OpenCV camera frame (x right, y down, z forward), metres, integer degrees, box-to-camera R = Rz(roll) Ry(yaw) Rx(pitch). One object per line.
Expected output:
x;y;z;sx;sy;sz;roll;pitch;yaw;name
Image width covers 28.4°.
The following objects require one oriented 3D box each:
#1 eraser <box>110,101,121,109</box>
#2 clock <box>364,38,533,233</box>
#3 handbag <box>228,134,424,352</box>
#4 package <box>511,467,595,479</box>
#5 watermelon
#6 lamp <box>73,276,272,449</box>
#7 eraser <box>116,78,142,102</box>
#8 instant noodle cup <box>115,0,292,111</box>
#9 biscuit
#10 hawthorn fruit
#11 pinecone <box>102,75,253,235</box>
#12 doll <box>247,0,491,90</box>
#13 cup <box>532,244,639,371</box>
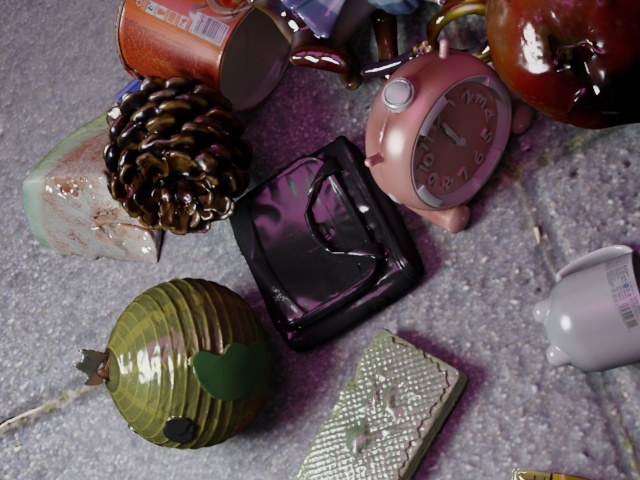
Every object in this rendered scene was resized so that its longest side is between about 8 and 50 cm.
-0.354;-0.193;2.142;0.083;0.019;0.038;-47;56;35;eraser
0.150;-0.157;1.737;0.142;0.241;0.227;32;90;37;clock
0.000;0.000;1.858;0.244;0.088;0.275;-32;59;11;handbag
0.303;0.330;1.589;0.131;0.047;0.071;5;72;32;package
-0.347;-0.085;2.061;0.310;0.193;0.231;-31;40;2;watermelon
-0.208;0.174;1.786;0.250;0.284;0.250;-2;88;60;lamp
-0.298;-0.249;2.142;0.085;0.027;0.063;-40;57;12;eraser
-0.170;-0.327;1.982;0.192;0.250;0.250;30;88;26;instant noodle cup
0.079;0.257;1.737;0.150;0.052;0.252;30;89;33;biscuit
0.364;-0.282;1.644;0.316;0.316;0.316;-10;68;26;hawthorn fruit
-0.209;-0.118;1.869;0.224;0.224;0.272;-34;39;15;pinecone
0.089;-0.358;1.834;0.340;0.318;0.209;-29;30;11;doll
0.349;0.080;1.603;0.142;0.134;0.173;-20;65;24;cup
